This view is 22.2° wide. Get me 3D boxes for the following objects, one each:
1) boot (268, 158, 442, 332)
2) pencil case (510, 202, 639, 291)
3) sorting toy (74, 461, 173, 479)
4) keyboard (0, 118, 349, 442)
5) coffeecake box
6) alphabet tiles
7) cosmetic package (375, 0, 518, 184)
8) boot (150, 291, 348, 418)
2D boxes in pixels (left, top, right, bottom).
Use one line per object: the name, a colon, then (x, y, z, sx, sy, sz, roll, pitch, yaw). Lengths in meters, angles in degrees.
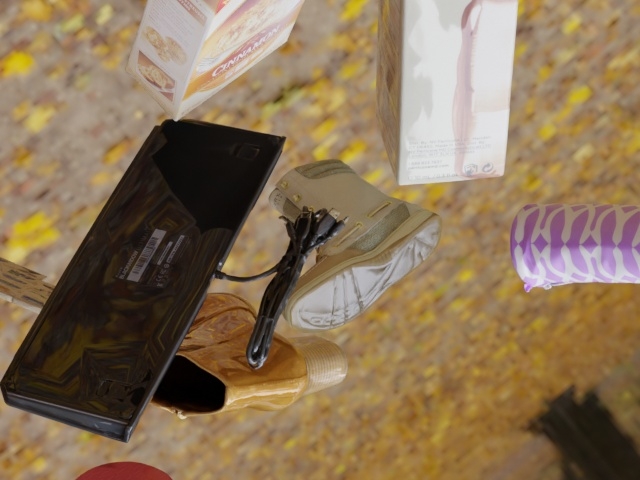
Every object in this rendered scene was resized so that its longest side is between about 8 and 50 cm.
boot: (0.000, 0.000, 1.692, 0.213, 0.165, 0.077, -34, 142, -32)
pencil case: (0.276, 0.009, 1.530, 0.206, 0.088, 0.086, 1, -172, 36)
sorting toy: (-0.264, 0.326, 1.338, 0.365, 0.127, 0.126, -34, 165, -23)
keyboard: (-0.101, 0.028, 1.295, 0.033, 0.201, 0.317, 80, 28, -48)
coffeecake box: (-0.072, -0.202, 1.327, 0.142, 0.068, 0.185, -39, 169, -31)
alphabet tiles: (-0.343, 0.037, 1.728, 0.198, 0.237, 0.009, -82, -165, -86)
cosmetic package: (0.135, -0.223, 1.779, 0.129, 0.153, 0.296, -5, 131, -6)
boot: (-0.139, 0.117, 1.687, 0.211, 0.295, 0.104, -3, 99, -49)
